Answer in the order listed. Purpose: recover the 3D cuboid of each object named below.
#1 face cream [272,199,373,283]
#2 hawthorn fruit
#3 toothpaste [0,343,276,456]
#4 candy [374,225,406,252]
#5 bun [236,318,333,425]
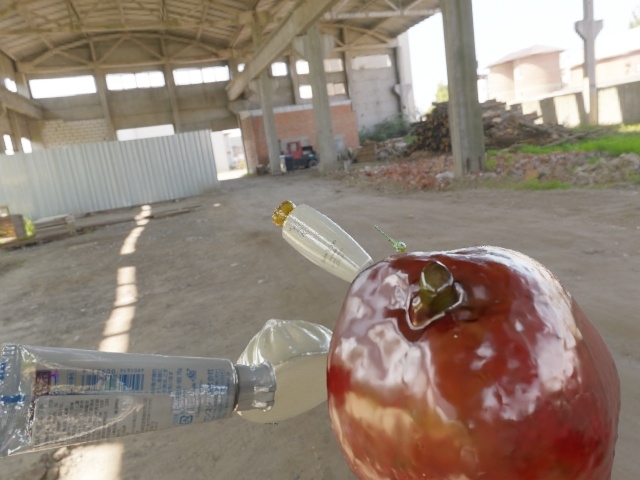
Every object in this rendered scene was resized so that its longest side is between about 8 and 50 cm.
[{"bbox_3d":[0.000,0.000,0.737,0.182,0.072,0.051,37,17,28],"label":"face cream"},{"bbox_3d":[0.124,0.125,0.426,0.265,0.307,0.265,-13,52,16],"label":"hawthorn fruit"},{"bbox_3d":[-0.202,0.178,0.551,0.299,0.114,0.073,6,-6,-27],"label":"toothpaste"},{"bbox_3d":[0.147,-0.004,0.999,0.023,0.083,0.025,-50,-2,27],"label":"candy"},{"bbox_3d":[-0.079,0.254,1.011,0.263,0.263,0.175,-12,49,-21],"label":"bun"}]
